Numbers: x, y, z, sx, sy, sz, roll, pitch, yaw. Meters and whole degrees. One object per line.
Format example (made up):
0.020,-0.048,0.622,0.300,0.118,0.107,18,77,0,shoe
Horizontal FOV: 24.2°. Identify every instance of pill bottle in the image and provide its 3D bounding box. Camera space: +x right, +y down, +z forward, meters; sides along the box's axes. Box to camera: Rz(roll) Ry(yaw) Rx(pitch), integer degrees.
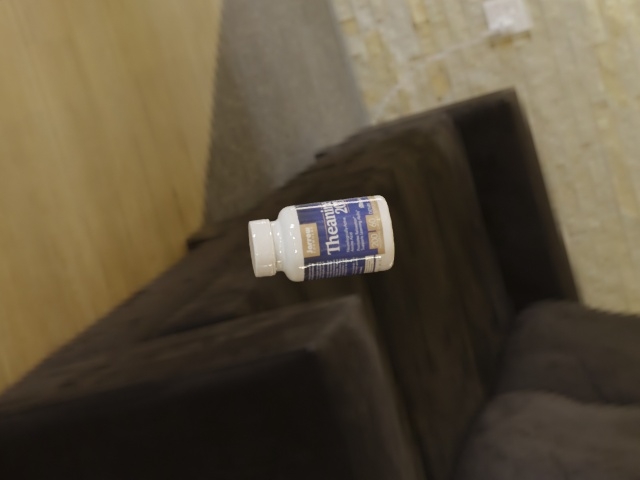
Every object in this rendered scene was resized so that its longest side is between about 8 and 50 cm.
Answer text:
0.000,0.000,1.295,0.067,0.120,0.067,173,-90,-83,pill bottle
